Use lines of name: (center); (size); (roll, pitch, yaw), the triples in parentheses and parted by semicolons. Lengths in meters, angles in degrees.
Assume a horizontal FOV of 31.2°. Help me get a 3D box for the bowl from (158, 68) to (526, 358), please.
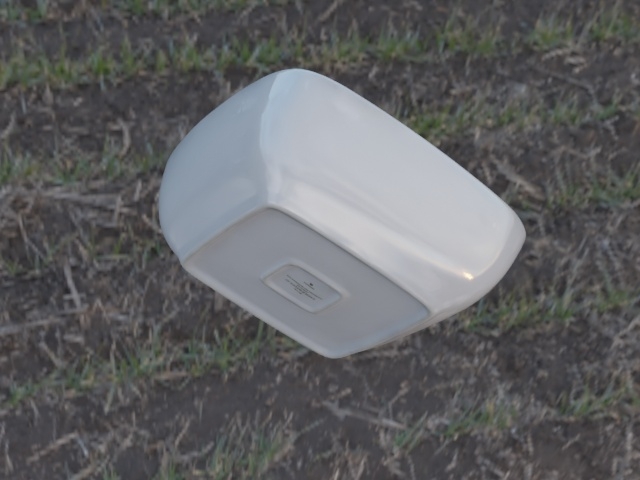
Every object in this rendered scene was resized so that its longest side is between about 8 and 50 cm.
bowl: (0.000, 0.000, 0.507); (0.142, 0.142, 0.053); (35, 57, -18)
